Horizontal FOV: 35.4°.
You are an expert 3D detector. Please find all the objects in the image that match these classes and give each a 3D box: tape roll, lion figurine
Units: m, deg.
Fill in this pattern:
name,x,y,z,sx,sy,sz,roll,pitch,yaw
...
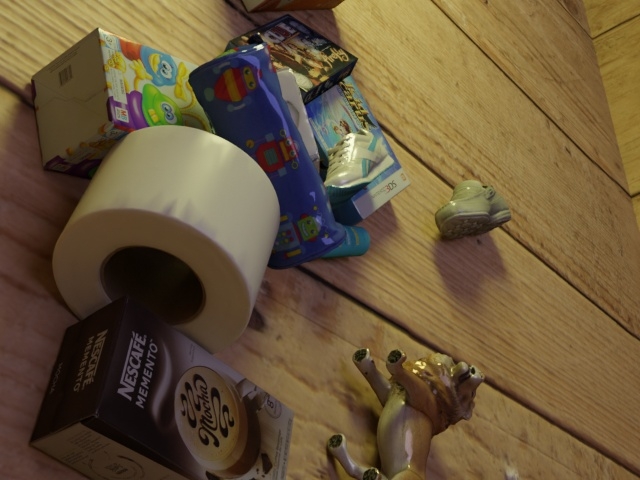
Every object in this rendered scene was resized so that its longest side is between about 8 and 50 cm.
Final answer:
name,x,y,z,sx,sy,sz,roll,pitch,yaw
tape roll,-0.184,0.003,1.232,0.246,0.246,0.169,46,36,-25
lion figurine,0.135,0.323,1.594,0.240,0.142,0.392,51,47,-32

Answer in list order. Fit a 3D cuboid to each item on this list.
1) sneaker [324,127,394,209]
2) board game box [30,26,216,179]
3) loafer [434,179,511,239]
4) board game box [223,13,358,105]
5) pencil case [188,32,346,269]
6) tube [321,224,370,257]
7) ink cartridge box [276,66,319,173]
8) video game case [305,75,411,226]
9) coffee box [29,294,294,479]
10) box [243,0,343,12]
name,x,y,z,sx,sy,sz,roll,pitch,yaw
sneaker,0.045,-0.124,1.714,0.092,0.087,0.228,53,30,-3
board game box,-0.234,-0.160,1.375,0.275,0.144,0.142,12,59,-51
loafer,0.315,-0.071,2.148,0.111,0.112,0.319,63,24,10
board game box,-0.050,-0.324,1.791,0.165,0.042,0.243,34,32,7
pencil case,-0.072,-0.115,1.343,0.306,0.119,0.133,67,-11,-11
tube,0.000,0.000,1.695,0.207,0.052,0.080,1,58,-49
ink cartridge box,-0.063,-0.147,1.562,0.218,0.092,0.159,96,-22,-73
video game case,0.043,-0.178,1.868,0.270,0.061,0.244,60,31,-4
coffee box,-0.177,0.223,1.200,0.297,0.118,0.168,40,39,-33
box,-0.009,-0.569,1.932,0.345,0.215,0.168,-25,88,-58
